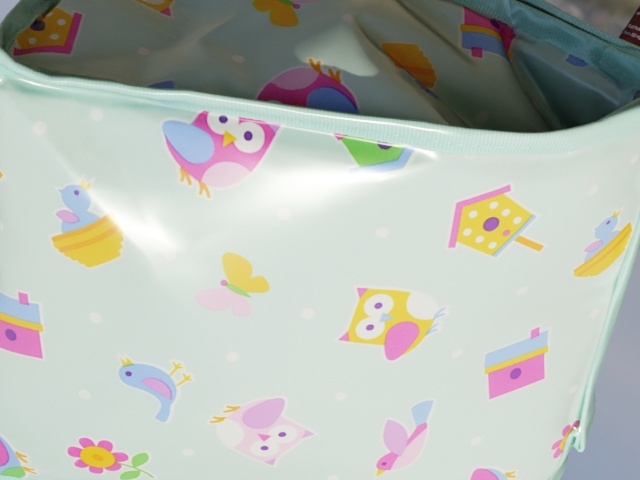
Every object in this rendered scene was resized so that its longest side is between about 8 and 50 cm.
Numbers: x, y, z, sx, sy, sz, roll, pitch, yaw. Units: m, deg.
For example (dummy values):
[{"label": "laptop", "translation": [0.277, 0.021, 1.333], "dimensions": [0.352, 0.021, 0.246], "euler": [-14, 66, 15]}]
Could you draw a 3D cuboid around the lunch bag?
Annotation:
[{"label": "lunch bag", "translation": [0.000, 0.000, 0.709], "dimensions": [0.262, 0.223, 0.160], "euler": [8, -145, -3]}]

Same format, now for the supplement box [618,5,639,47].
[{"label": "supplement box", "translation": [0.295, -0.147, 1.199], "dimensions": [0.130, 0.239, 0.073], "euler": [34, 178, -36]}]
